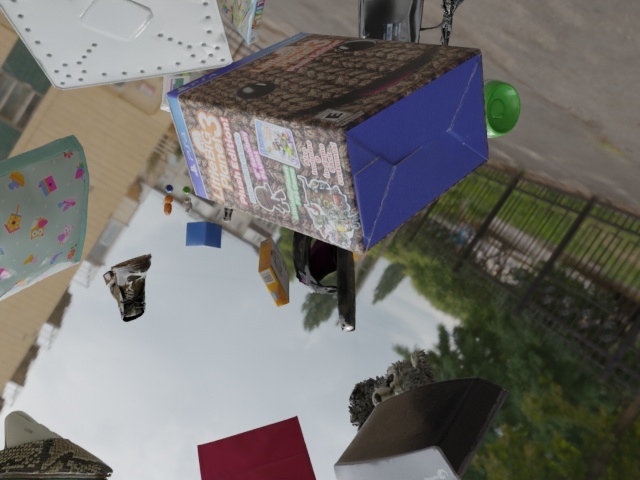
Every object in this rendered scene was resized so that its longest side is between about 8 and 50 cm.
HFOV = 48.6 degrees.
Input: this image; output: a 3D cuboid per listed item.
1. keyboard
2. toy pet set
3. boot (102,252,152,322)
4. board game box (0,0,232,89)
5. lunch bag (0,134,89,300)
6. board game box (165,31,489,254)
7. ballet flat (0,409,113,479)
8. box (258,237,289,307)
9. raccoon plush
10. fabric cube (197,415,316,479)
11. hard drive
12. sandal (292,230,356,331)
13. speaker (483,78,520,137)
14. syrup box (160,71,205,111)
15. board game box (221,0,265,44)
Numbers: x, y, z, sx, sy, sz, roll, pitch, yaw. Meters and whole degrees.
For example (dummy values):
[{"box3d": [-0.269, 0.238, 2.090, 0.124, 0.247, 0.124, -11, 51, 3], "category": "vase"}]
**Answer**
[{"box3d": [0.175, -0.423, 1.405, 0.202, 0.033, 0.317, -3, 157, 1], "category": "keyboard"}, {"box3d": [-0.211, -0.044, 1.239, 0.122, 0.114, 0.065, 4, 172, -14], "category": "toy pet set"}, {"box3d": [-0.345, 0.091, 1.328, 0.219, 0.082, 0.106, -24, 86, 62], "category": "boot"}, {"box3d": [-0.396, -0.451, 1.377, 0.390, 0.050, 0.390, -8, 157, 0], "category": "board game box"}, {"box3d": [-0.512, -0.048, 1.192, 0.160, 0.262, 0.223, 36, -142, 14], "category": "lunch bag"}, {"box3d": [0.008, -0.132, 0.832, 0.291, 0.232, 0.141, 19, 133, 41], "category": "board game box"}, {"box3d": [-0.653, 0.420, 1.353, 0.483, 0.181, 0.164, -8, 160, -14], "category": "ballet flat"}, {"box3d": [-0.084, 0.053, 1.293, 0.136, 0.028, 0.081, -99, -15, -65], "category": "box"}, {"box3d": [0.273, 0.378, 1.840, 0.447, 0.299, 0.216, -19, -111, -49], "category": "raccoon plush"}, {"box3d": [-0.130, 0.624, 1.696, 0.259, 0.258, 0.254, -115, 13, -58], "category": "fabric cube"}, {"box3d": [0.126, 0.268, 0.976, 0.054, 0.172, 0.255, 49, 142, -6], "category": "hard drive"}, {"box3d": [0.000, 0.001, 1.309, 0.445, 0.107, 0.167, -98, 1, -49], "category": "sandal"}, {"box3d": [0.295, -0.296, 1.580, 0.131, 0.131, 0.297, 30, 173, -35], "category": "speaker"}, {"box3d": [-0.297, -0.360, 1.827, 0.096, 0.093, 0.237, 3, 177, 29], "category": "syrup box"}, {"box3d": [-0.151, -0.479, 1.398, 0.103, 0.026, 0.154, 53, 152, 17], "category": "board game box"}]
